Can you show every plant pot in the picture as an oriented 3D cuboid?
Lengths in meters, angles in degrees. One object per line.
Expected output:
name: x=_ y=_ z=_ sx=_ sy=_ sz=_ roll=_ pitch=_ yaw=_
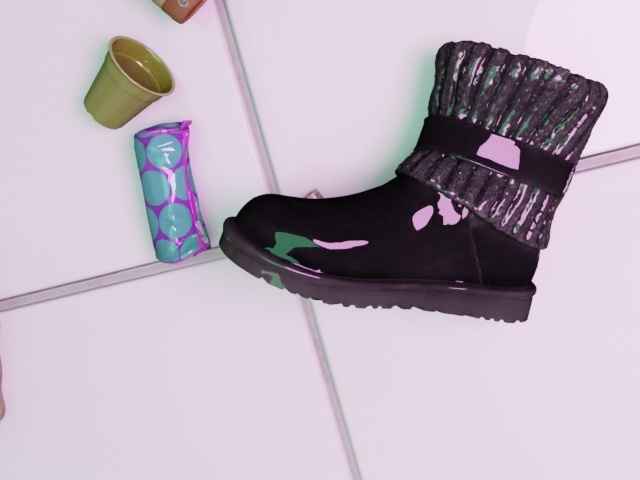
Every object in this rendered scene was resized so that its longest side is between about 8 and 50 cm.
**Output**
plant pot: x=-0.216 y=-0.165 z=0.859 sx=0.079 sy=0.083 sz=0.083 roll=-39 pitch=94 yaw=27

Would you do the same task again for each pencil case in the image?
pencil case: x=-0.163 y=-0.055 z=0.877 sx=0.070 sy=0.064 sz=0.152 roll=-4 pitch=103 yaw=26

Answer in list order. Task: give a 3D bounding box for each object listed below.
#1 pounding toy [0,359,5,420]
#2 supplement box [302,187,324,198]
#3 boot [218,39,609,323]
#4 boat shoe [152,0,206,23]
pounding toy: x=-0.482 y=0.143 z=0.927 sx=0.154 sy=0.155 sz=0.270 roll=2 pitch=103 yaw=4
supplement box: x=0.000 y=0.000 z=0.878 sx=0.062 sy=0.036 sz=0.098 roll=-36 pitch=97 yaw=14
boot: x=0.090 y=-0.072 z=0.773 sx=0.348 sy=0.131 sz=0.260 roll=8 pitch=107 yaw=-17
boat shoe: x=-0.055 y=-0.337 z=0.776 sx=0.324 sy=0.122 sz=0.120 roll=-32 pitch=103 yaw=21
